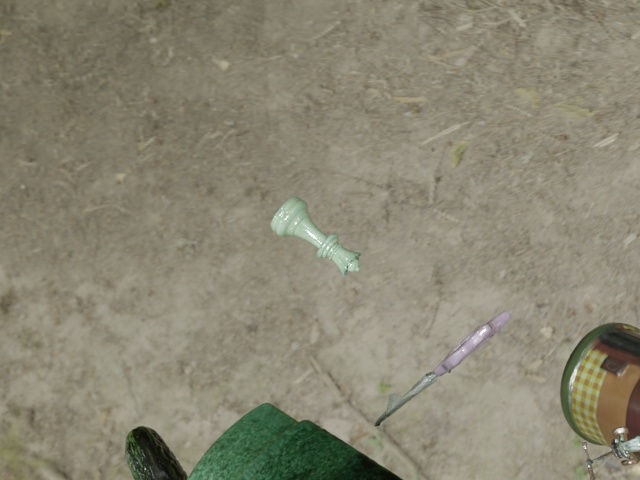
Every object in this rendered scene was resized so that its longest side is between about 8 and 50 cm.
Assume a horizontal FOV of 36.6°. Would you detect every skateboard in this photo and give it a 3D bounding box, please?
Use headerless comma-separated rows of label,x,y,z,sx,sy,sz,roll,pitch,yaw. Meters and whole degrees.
skateboard,0.240,0.162,0.753,0.083,0.064,0.032,119,141,-64

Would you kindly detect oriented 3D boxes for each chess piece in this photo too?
chess piece,0.000,0.000,0.913,0.093,0.042,0.042,38,114,13

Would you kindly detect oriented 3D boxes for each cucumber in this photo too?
cucumber,-0.216,0.349,1.358,0.241,0.074,0.074,51,121,40

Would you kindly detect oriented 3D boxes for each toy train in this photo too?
toy train,0.039,0.322,0.943,0.442,0.179,0.272,20,147,53

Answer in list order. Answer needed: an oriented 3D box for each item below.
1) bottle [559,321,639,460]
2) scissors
bottle,0.355,0.172,0.905,0.271,0.143,0.156,20,85,58
scissors,0.125,0.147,1.069,0.212,0.110,0.021,-44,79,33
